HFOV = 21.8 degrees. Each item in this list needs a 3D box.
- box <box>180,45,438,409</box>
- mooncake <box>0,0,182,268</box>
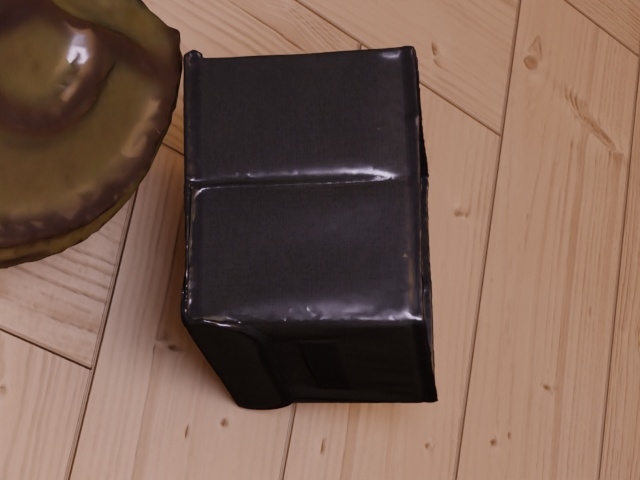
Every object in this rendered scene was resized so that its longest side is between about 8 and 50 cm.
[{"bbox_3d":[-0.001,0.000,1.541,0.345,0.204,0.251,72,17,-72],"label":"box"},{"bbox_3d":[-0.320,-0.167,1.381,0.394,0.246,0.393,-15,95,-42],"label":"mooncake"}]
